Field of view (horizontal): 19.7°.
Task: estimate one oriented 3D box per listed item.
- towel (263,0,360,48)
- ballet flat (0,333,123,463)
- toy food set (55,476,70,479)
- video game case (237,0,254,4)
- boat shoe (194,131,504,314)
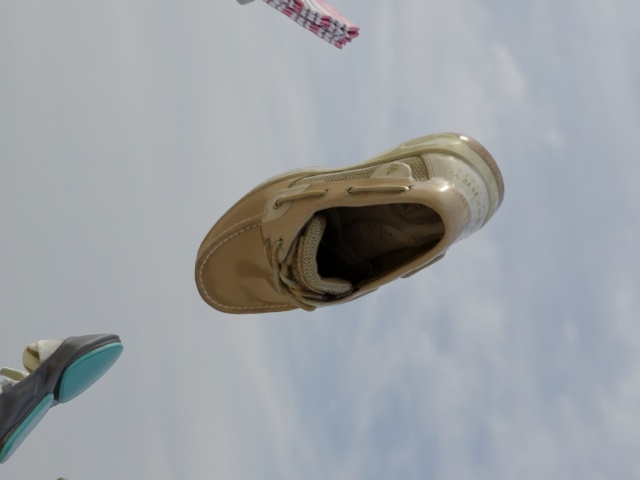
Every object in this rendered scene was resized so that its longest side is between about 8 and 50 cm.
[{"bbox_3d":[-0.048,-0.267,1.787,0.144,0.029,0.197,54,16,28],"label":"towel"},{"bbox_3d":[-0.273,0.135,1.778,0.074,0.203,0.074,19,-51,25],"label":"ballet flat"},{"bbox_3d":[-0.269,0.366,1.657,0.220,0.092,0.306,-55,-161,8],"label":"toy food set"},{"bbox_3d":[-0.168,-0.442,1.890,0.329,0.036,0.300,49,20,-43],"label":"video game case"},{"bbox_3d":[0.000,0.000,1.627,0.341,0.110,0.121,-24,-75,39],"label":"boat shoe"}]
